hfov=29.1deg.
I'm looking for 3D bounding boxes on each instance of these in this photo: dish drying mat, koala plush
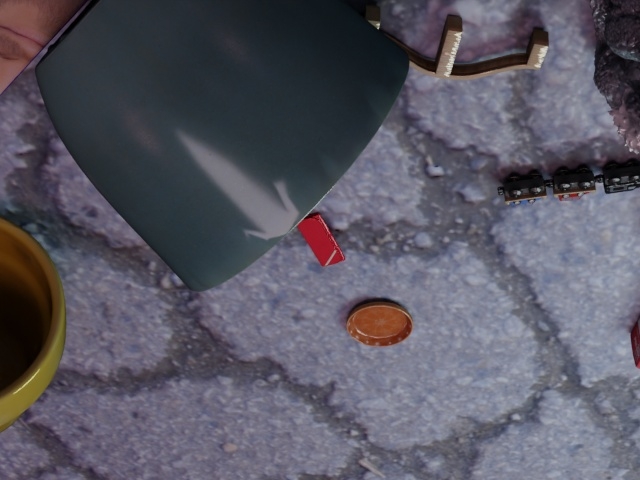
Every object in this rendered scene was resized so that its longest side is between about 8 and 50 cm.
[{"bbox_3d":[0.000,0.000,1.432,0.032,0.008,0.083,-14,135,18],"label":"dish drying mat"},{"bbox_3d":[0.325,-0.168,1.074,0.196,0.221,0.203,-15,135,19],"label":"koala plush"}]

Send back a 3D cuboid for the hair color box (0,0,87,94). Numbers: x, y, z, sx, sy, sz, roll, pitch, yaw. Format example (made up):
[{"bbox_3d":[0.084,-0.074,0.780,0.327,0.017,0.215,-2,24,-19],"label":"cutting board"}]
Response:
[{"bbox_3d":[-0.288,-0.259,1.065,0.185,0.110,0.339,36,133,-22],"label":"hair color box"}]

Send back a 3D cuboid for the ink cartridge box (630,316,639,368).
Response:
[{"bbox_3d":[0.446,0.101,1.486,0.099,0.056,0.135,8,138,-4],"label":"ink cartridge box"}]

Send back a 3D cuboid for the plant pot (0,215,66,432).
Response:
[{"bbox_3d":[-0.422,0.124,1.431,0.253,0.254,0.239,8,152,-6],"label":"plant pot"}]

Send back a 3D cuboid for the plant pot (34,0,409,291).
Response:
[{"bbox_3d":[-0.106,-0.140,1.091,0.235,0.293,0.293,42,126,-17],"label":"plant pot"}]

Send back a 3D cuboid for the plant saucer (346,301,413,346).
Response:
[{"bbox_3d":[0.074,0.103,1.538,0.083,0.013,0.083,2,138,1],"label":"plant saucer"}]

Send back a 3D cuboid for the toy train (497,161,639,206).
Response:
[{"bbox_3d":[0.273,-0.060,1.342,0.158,0.027,0.036,-7,148,9],"label":"toy train"}]

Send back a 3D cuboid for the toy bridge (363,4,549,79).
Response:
[{"bbox_3d":[0.124,-0.188,1.206,0.188,0.026,0.063,7,139,-5],"label":"toy bridge"}]
